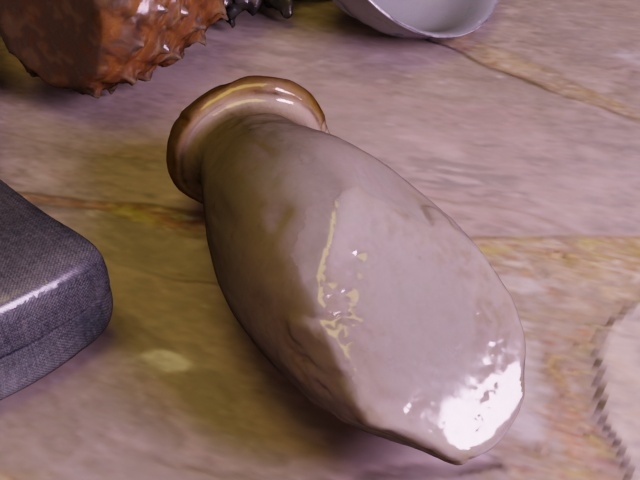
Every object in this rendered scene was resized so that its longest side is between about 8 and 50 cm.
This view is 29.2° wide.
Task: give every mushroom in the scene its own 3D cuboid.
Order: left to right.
[{"bbox_3d":[0.000,0.000,0.697,0.128,0.128,0.350,-15,33,-14],"label":"mushroom"}]

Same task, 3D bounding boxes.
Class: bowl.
[{"bbox_3d":[0.053,-0.238,1.020,0.189,0.189,0.086,-41,9,-39],"label":"bowl"}]

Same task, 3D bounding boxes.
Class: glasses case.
[{"bbox_3d":[-0.270,-0.005,0.771,0.131,0.074,0.323,-32,44,-31],"label":"glasses case"}]

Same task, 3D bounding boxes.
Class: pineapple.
[{"bbox_3d":[-0.107,-0.235,1.022,0.169,0.169,0.340,20,34,31],"label":"pineapple"}]
